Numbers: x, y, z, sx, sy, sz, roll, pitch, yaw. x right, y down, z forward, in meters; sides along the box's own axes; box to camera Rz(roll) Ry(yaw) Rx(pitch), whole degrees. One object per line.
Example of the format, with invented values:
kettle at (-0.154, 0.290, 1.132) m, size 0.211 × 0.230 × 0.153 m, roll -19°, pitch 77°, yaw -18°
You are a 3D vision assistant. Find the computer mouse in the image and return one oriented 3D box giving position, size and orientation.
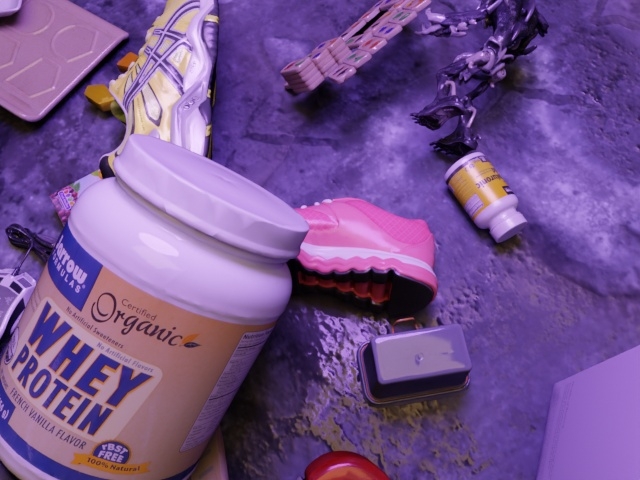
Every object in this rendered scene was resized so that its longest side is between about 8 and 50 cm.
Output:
computer mouse at (-0.418, 0.074, 0.739) m, size 0.106 × 0.042 × 0.192 m, roll 21°, pitch 63°, yaw 6°

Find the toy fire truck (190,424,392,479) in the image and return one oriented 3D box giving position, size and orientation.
toy fire truck at (-0.038, 0.285, 0.588) m, size 0.217 × 0.158 × 0.246 m, roll -35°, pitch 80°, yaw -11°

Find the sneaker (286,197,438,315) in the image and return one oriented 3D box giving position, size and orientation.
sneaker at (0.000, 0.000, 0.732) m, size 0.314 × 0.115 × 0.136 m, roll 14°, pitch 52°, yaw 6°

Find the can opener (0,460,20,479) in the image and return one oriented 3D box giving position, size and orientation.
can opener at (-0.398, 0.254, 0.653) m, size 0.280 × 0.074 × 0.093 m, roll 35°, pitch 107°, yaw 18°

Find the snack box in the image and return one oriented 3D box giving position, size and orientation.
snack box at (-0.301, -0.028, 0.778) m, size 0.100 × 0.037 × 0.141 m, roll -31°, pitch 69°, yaw -12°

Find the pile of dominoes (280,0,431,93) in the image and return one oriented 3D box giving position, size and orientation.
pile of dominoes at (0.054, -0.309, 0.814) m, size 0.251 × 0.196 × 0.040 m, roll -46°, pitch 117°, yaw -15°

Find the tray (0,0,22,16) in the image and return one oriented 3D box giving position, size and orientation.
tray at (-0.617, -0.402, 0.923) m, size 0.271 × 0.030 × 0.145 m, roll -8°, pitch 62°, yaw -1°

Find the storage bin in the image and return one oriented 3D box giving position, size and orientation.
storage bin at (0.113, 0.136, 0.660) m, size 0.135 × 0.091 × 0.098 m, roll -8°, pitch 67°, yaw -2°

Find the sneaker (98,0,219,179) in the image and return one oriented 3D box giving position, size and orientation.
sneaker at (-0.222, -0.234, 0.797) m, size 0.147 × 0.145 × 0.384 m, roll 4°, pitch 65°, yaw -9°

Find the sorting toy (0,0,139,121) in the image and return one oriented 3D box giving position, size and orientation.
sorting toy at (-0.421, -0.282, 0.896) m, size 0.307 × 0.041 × 0.229 m, roll 31°, pitch 67°, yaw 14°

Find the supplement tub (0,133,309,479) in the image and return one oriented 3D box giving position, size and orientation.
supplement tub at (-0.169, 0.076, 0.568) m, size 0.228 × 0.228 × 0.316 m, roll 32°, pitch 100°, yaw 15°

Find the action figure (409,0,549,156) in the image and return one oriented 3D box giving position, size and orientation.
action figure at (0.213, -0.268, 0.776) m, size 0.141 × 0.164 × 0.275 m, roll 21°, pitch 82°, yaw 49°

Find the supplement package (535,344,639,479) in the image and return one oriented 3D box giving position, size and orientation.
supplement package at (0.332, 0.217, 0.506) m, size 0.178 × 0.293 × 0.175 m, roll 17°, pitch 68°, yaw 10°

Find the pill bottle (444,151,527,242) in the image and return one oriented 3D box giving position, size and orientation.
pill bottle at (0.225, -0.057, 0.753) m, size 0.065 × 0.065 × 0.116 m, roll -27°, pitch 69°, yaw -9°
